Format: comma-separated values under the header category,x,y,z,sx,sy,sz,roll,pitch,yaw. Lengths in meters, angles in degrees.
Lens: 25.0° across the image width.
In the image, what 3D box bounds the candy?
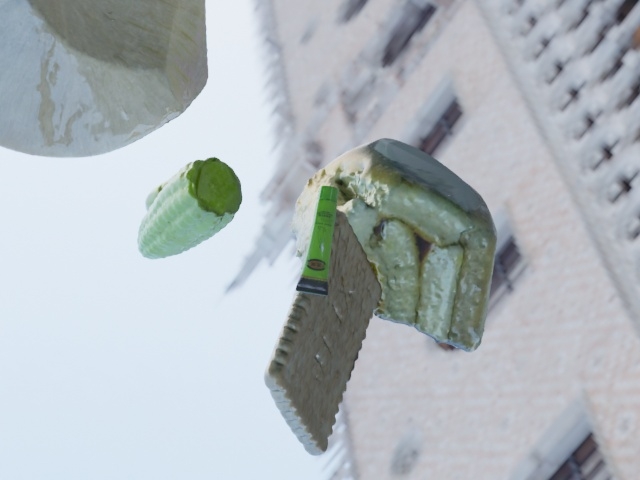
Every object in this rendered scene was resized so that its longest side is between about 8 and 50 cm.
category,x,y,z,sx,sy,sz,roll,pitch,yaw
candy,-0.185,-0.031,1.920,0.096,0.209,0.097,18,-124,-28

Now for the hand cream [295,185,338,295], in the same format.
category,x,y,z,sx,sy,sz,roll,pitch,yaw
hand cream,0.000,0.000,1.603,0.036,0.122,0.023,10,170,-2

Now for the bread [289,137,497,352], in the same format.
category,x,y,z,sx,sy,sz,roll,pitch,yaw
bread,0.170,-0.003,2.498,0.395,0.264,0.239,23,-163,-20

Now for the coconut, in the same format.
category,x,y,z,sx,sy,sz,roll,pitch,yaw
coconut,-0.297,-0.266,1.583,0.415,0.345,0.415,21,180,0

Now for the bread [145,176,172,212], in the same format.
category,x,y,z,sx,sy,sz,roll,pitch,yaw
bread,-0.193,-0.068,2.167,0.071,0.130,0.139,58,-154,4

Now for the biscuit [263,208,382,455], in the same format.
category,x,y,z,sx,sy,sz,roll,pitch,yaw
biscuit,0.005,0.133,2.129,0.217,0.044,0.325,60,-140,-44
